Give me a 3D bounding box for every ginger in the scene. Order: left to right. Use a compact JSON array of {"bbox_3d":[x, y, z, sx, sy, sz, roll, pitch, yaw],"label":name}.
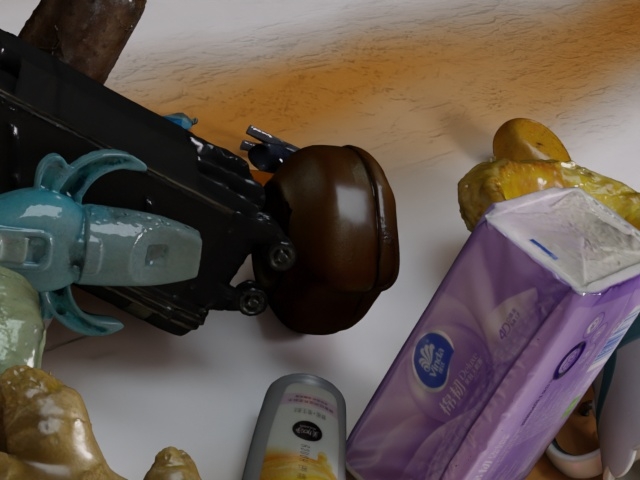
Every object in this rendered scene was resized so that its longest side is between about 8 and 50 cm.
[{"bbox_3d":[-0.220,0.237,1.385,0.375,0.166,0.236,6,54,-46],"label":"ginger"}]

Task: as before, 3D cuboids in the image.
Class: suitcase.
[{"bbox_3d":[-0.257,-0.073,1.746,0.434,0.194,0.283,30,12,-24],"label":"suitcase"}]

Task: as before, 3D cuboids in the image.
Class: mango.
[{"bbox_3d":[0.334,-0.121,2.491,0.165,0.089,0.115,43,34,23],"label":"mango"}]

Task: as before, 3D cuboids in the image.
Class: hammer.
[{"bbox_3d":[-0.055,-0.110,2.110,0.137,0.037,0.290,24,5,7],"label":"hammer"}]

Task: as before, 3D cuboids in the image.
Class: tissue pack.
[{"bbox_3d":[0.189,0.125,1.710,0.160,0.338,0.242,41,27,23],"label":"tissue pack"}]

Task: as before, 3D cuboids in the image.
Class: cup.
[{"bbox_3d":[0.393,0.185,1.879,0.289,0.219,0.258,-12,50,15],"label":"cup"}]

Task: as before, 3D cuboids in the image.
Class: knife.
[{"bbox_3d":[-0.231,-0.137,2.097,0.044,0.026,0.296,19,19,18],"label":"knife"}]

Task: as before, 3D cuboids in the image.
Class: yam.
[{"bbox_3d":[-0.313,-0.205,1.932,0.131,0.280,0.131,29,23,-14],"label":"yam"}]

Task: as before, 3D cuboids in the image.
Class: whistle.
[{"bbox_3d":[-0.250,0.001,1.574,0.273,0.186,0.093,6,14,-19],"label":"whistle"}]

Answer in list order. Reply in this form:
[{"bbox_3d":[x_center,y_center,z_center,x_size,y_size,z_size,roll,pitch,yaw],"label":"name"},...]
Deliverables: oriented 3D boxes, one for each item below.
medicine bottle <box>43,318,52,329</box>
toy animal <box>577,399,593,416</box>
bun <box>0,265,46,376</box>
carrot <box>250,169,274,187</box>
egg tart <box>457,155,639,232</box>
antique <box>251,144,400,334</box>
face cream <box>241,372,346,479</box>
[{"bbox_3d":[-0.395,0.026,1.656,0.260,0.095,0.095,32,29,9],"label":"medicine bottle"},{"bbox_3d":[0.447,0.237,2.014,0.229,0.066,0.224,4,39,-27],"label":"toy animal"},{"bbox_3d":[-0.329,0.109,1.463,0.118,0.195,0.195,24,27,-23],"label":"bun"},{"bbox_3d":[-0.152,-0.074,2.059,0.271,0.062,0.066,8,64,-23],"label":"carrot"},{"bbox_3d":[0.350,0.027,2.149,0.387,0.169,0.388,17,22,-7],"label":"egg tart"},{"bbox_3d":[0.000,0.000,1.879,0.129,0.224,0.278,1,8,-17],"label":"antique"},{"bbox_3d":[-0.024,0.239,1.624,0.107,0.073,0.269,11,31,-1],"label":"face cream"}]
